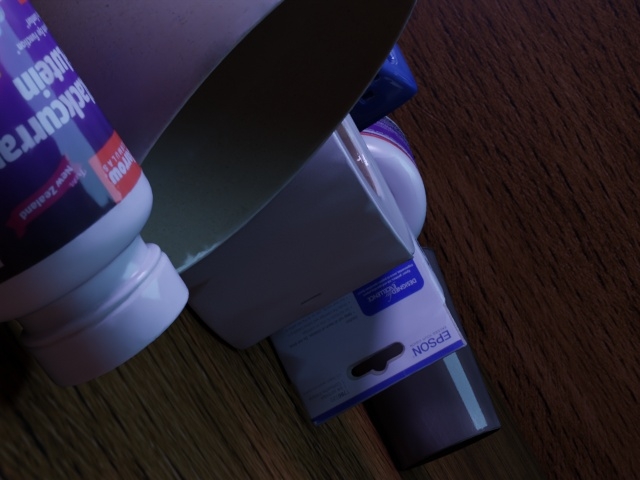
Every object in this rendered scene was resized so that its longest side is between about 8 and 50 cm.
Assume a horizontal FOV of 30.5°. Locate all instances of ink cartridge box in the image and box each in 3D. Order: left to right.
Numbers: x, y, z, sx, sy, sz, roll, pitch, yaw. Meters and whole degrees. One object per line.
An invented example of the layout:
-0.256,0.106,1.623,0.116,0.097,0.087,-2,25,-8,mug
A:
0.000,0.000,1.130,0.333,0.165,0.065,65,8,21,ink cartridge box

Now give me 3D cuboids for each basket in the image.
0.110,0.144,1.395,0.227,0.154,0.204,67,11,14,basket

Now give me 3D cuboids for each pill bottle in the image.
-0.145,-0.031,0.542,0.193,0.108,0.108,58,9,-19,pill bottle
0.045,-0.083,1.622,0.181,0.181,0.323,59,9,-14,pill bottle

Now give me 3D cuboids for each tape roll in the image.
-0.051,-0.054,0.987,0.246,0.169,0.246,59,8,-15,tape roll

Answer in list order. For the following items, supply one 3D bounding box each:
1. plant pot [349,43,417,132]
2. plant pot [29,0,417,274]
-0.066,-0.222,1.297,0.236,0.236,0.212,64,16,19,plant pot
-0.100,-0.131,0.727,0.191,0.284,0.284,42,5,10,plant pot
